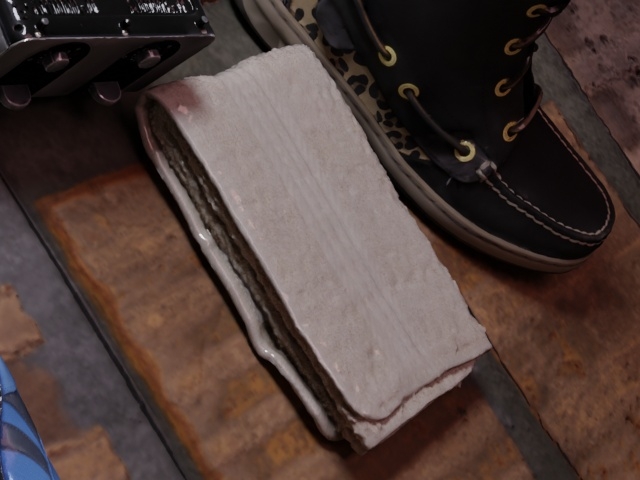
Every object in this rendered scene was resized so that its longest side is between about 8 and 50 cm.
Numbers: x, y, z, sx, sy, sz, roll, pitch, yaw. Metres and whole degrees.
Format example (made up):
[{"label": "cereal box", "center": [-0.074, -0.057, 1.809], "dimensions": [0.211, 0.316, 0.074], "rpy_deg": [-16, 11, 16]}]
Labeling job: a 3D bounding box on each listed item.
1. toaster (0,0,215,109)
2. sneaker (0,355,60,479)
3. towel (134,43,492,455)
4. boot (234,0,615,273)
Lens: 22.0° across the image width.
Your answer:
[{"label": "toaster", "center": [-0.181, -0.177, 1.034], "dimensions": [0.168, 0.110, 0.185], "rpy_deg": [-10, 72, -49]}, {"label": "sneaker", "center": [-0.171, 0.133, 0.877], "dimensions": [0.209, 0.069, 0.082], "rpy_deg": [64, 5, 24]}, {"label": "towel", "center": [0.000, 0.000, 1.146], "dimensions": [0.187, 0.049, 0.282], "rpy_deg": [-27, 86, -53]}, {"label": "boot", "center": [0.149, -0.157, 1.219], "dimensions": [0.377, 0.284, 0.138], "rpy_deg": [43, 41, -13]}]
